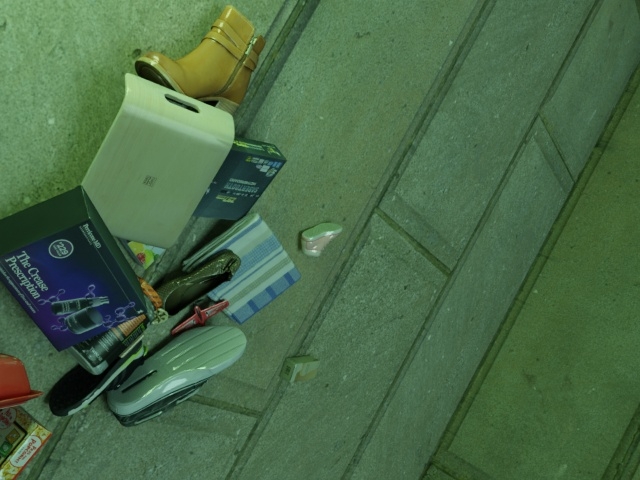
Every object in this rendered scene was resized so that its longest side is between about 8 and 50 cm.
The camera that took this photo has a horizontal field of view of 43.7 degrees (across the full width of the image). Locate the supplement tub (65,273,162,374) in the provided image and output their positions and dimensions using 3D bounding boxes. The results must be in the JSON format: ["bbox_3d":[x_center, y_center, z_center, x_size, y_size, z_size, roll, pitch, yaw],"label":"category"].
[{"bbox_3d":[-0.410,0.160,1.568,0.190,0.117,0.117,-46,142,-25],"label":"supplement tub"}]

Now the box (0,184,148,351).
[{"bbox_3d":[-0.443,0.055,1.409,0.184,0.103,0.261,-26,137,-7],"label":"box"}]

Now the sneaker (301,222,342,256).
[{"bbox_3d":[0.000,0.000,2.072,0.134,0.051,0.070,-21,129,-42],"label":"sneaker"}]

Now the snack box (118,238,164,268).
[{"bbox_3d":[-0.354,-0.024,1.593,0.100,0.037,0.141,-49,143,-22],"label":"snack box"}]

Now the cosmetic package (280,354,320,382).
[{"bbox_3d":[-0.057,0.359,2.235,0.115,0.041,0.060,2,109,-54],"label":"cosmetic package"}]

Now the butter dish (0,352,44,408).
[{"bbox_3d":[-0.586,0.230,1.380,0.160,0.160,0.118,-2,90,-52],"label":"butter dish"}]

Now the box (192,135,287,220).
[{"bbox_3d":[-0.203,-0.130,1.654,0.183,0.059,0.233,-49,151,23],"label":"box"}]

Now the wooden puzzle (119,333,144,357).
[{"bbox_3d":[-0.409,0.197,1.632,0.116,0.078,0.014,-54,160,-27],"label":"wooden puzzle"}]

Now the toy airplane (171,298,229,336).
[{"bbox_3d":[-0.272,0.191,1.845,0.151,0.028,0.151,-19,129,-26],"label":"toy airplane"}]

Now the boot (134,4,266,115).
[{"bbox_3d":[-0.213,-0.347,1.508,0.220,0.109,0.283,-61,147,-3],"label":"boot"}]

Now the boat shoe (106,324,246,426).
[{"bbox_3d":[-0.320,0.300,1.790,0.335,0.121,0.119,-24,144,-23],"label":"boat shoe"}]

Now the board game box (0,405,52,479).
[{"bbox_3d":[-0.599,0.384,1.435,0.193,0.147,0.045,-52,144,-16],"label":"board game box"}]

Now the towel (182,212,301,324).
[{"bbox_3d":[-0.175,0.069,1.845,0.209,0.034,0.285,-37,142,-3],"label":"towel"}]

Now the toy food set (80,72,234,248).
[{"bbox_3d":[-0.320,-0.131,1.451,0.220,0.092,0.306,18,115,-38],"label":"toy food set"}]

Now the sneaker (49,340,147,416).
[{"bbox_3d":[-0.443,0.290,1.638,0.235,0.084,0.097,-42,141,-29],"label":"sneaker"}]

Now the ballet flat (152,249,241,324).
[{"bbox_3d":[-0.277,0.108,1.719,0.250,0.058,0.084,-33,143,-13],"label":"ballet flat"}]
